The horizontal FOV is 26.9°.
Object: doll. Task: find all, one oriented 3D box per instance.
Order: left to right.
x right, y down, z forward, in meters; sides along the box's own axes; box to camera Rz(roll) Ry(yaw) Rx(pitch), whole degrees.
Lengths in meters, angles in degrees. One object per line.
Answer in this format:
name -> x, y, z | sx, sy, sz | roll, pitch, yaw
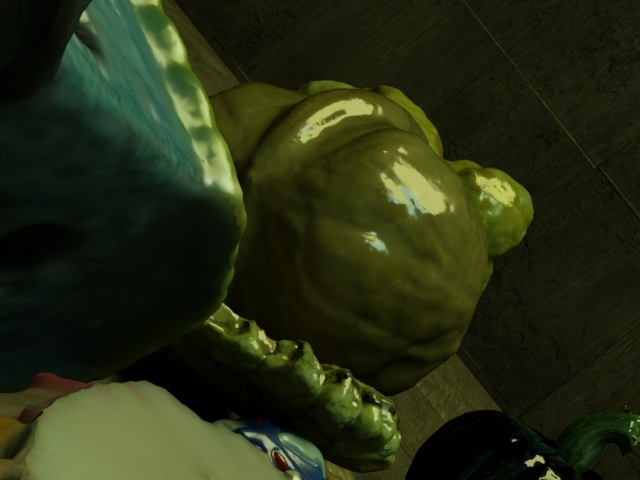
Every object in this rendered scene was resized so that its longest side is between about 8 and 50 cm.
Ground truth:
doll -> -0.046, 0.144, 0.838 | 0.195, 0.070, 0.096 | 28, 21, -47

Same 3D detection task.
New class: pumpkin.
pumpkin -> 0.210, 0.248, 1.262 | 0.248, 0.248, 0.248 | 50, 6, -7

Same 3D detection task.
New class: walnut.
walnut -> -0.001, -0.001, 1.140 | 0.282, 0.253, 0.277 | 56, 7, 33

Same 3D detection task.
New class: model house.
model house -> -0.158, -0.065, 0.553 | 0.237, 0.215, 0.303 | 65, 6, 21

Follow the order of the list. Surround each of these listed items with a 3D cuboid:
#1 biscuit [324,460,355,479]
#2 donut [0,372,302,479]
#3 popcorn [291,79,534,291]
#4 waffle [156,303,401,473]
biscuit -> 0.018, 0.211, 1.133 | 0.071, 0.018, 0.147 | 43, 11, -41
donut -> -0.012, 0.207, 0.357 | 0.382, 0.142, 0.382 | 51, 6, -7
popcorn -> 0.028, -0.039, 1.447 | 0.334, 0.292, 0.293 | 49, 9, 28
waffle -> -0.041, 0.098, 0.925 | 0.204, 0.054, 0.223 | 21, -16, 24
